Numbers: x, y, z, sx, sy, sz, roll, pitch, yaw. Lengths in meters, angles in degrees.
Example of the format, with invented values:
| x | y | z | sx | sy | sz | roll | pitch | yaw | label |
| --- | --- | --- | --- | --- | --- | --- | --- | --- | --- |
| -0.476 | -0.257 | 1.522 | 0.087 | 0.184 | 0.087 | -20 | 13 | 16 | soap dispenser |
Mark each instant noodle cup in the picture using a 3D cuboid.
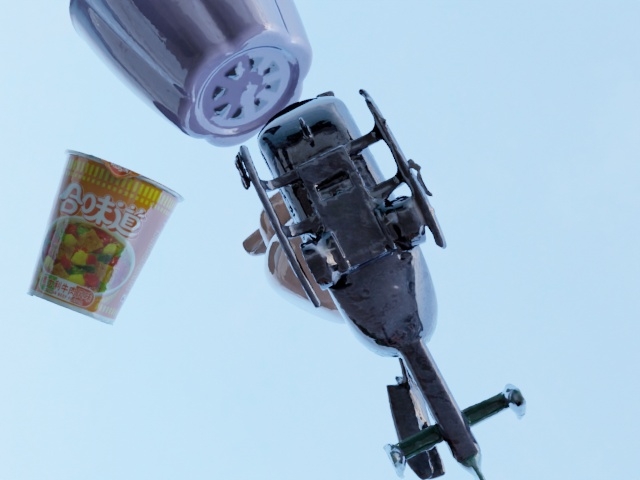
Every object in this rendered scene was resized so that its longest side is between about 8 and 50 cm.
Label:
| x | y | z | sx | sy | sz | roll | pitch | yaw | label |
| --- | --- | --- | --- | --- | --- | --- | --- | --- | --- |
| -0.279 | 0.001 | 1.262 | 0.168 | 0.168 | 0.185 | 16 | -98 | 34 | instant noodle cup |

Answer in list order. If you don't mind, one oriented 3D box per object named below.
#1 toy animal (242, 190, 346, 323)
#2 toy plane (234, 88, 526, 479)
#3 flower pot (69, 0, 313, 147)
| x | y | z | sx | sy | sz | roll | pitch | yaw | label |
| --- | --- | --- | --- | --- | --- | --- | --- | --- | --- |
| 0.008 | 0.008 | 1.141 | 0.166 | 0.250 | 0.154 | 19 | -79 | -9 | toy animal |
| 0.045 | 0.034 | 0.692 | 0.106 | 0.155 | 0.381 | -27 | -111 | 0 | toy plane |
| -0.143 | -0.254 | 1.240 | 0.265 | 0.265 | 0.243 | -48 | -120 | 24 | flower pot |
